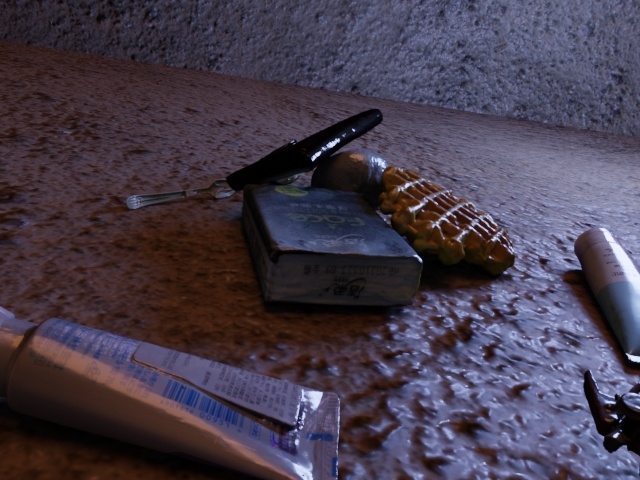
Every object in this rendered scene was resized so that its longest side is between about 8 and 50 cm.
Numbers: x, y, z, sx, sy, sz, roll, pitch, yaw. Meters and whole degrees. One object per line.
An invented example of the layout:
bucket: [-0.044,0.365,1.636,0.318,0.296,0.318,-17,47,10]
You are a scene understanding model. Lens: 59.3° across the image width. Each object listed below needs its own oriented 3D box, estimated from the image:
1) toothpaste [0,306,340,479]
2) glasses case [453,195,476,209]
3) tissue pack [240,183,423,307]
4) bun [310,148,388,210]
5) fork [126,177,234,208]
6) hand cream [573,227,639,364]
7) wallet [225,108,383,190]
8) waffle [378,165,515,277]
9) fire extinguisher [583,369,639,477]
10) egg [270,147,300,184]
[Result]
toothpaste: [-0.130,0.120,0.438,0.300,0.073,0.114,16,21,-3]
glasses case: [0.225,-0.057,1.038,0.164,0.041,0.063,-10,29,-41]
tissue pack: [0.000,0.000,0.754,0.186,0.081,0.257,2,22,-16]
bun: [0.056,-0.082,0.924,0.141,0.140,0.083,1,46,-21]
fork: [-0.217,-0.078,0.917,0.029,0.033,0.220,16,21,37]
hand cream: [0.431,0.084,0.782,0.111,0.070,0.312,13,30,3]
wallet: [-0.018,-0.157,0.952,0.173,0.045,0.318,-15,14,32]
waffle: [0.197,-0.023,0.848,0.253,0.056,0.249,26,25,-16]
fire extinguisher: [0.319,0.188,0.450,0.252,0.075,0.106,27,15,39]
egg: [-0.072,-0.147,1.096,0.071,0.071,0.083,1,26,-21]
